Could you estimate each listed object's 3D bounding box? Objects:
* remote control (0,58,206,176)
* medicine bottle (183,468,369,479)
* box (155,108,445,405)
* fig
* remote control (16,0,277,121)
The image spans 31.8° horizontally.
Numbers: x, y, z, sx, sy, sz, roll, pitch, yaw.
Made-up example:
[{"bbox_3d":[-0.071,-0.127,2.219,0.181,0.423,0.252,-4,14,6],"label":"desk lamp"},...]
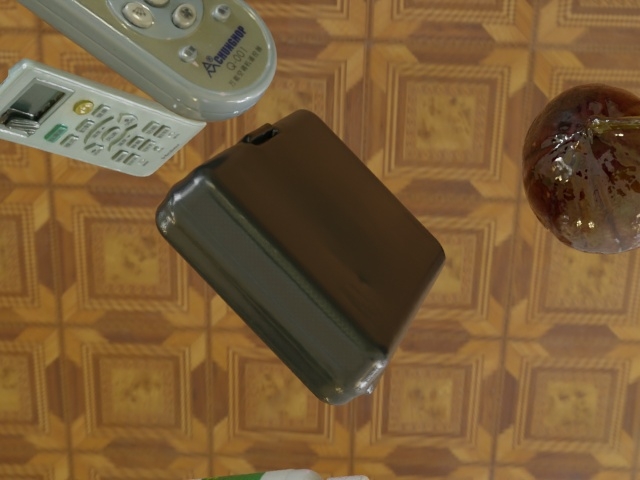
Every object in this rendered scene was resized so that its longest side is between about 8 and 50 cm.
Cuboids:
[{"bbox_3d":[-0.247,-0.134,1.229,0.103,0.293,0.051,-39,67,22],"label":"remote control"},{"bbox_3d":[-0.074,0.288,1.158,0.260,0.095,0.095,-9,113,19],"label":"medicine bottle"},{"bbox_3d":[0.000,0.000,0.705,0.160,0.230,0.050,46,112,0],"label":"box"},{"bbox_3d":[0.305,-0.095,1.259,0.186,0.204,0.249,-32,151,16],"label":"fig"},{"bbox_3d":[-0.135,-0.156,0.661,0.244,0.087,0.047,36,146,-6],"label":"remote control"}]
